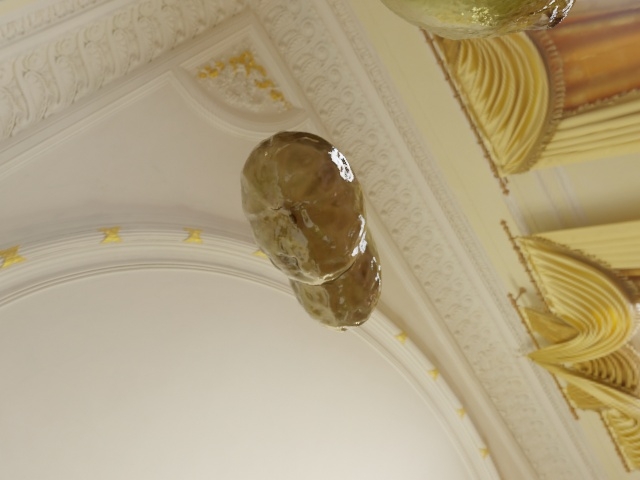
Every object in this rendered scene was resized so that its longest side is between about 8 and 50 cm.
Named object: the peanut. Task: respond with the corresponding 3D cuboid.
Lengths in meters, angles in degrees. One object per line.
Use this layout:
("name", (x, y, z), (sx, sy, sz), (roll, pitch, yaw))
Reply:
("peanut", (0.000, 0.000, 0.448), (0.103, 0.098, 0.229), (-62, -28, -21))

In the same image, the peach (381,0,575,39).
("peach", (0.173, -0.395, 0.585), (0.281, 0.315, 0.315), (-66, -30, -74))
